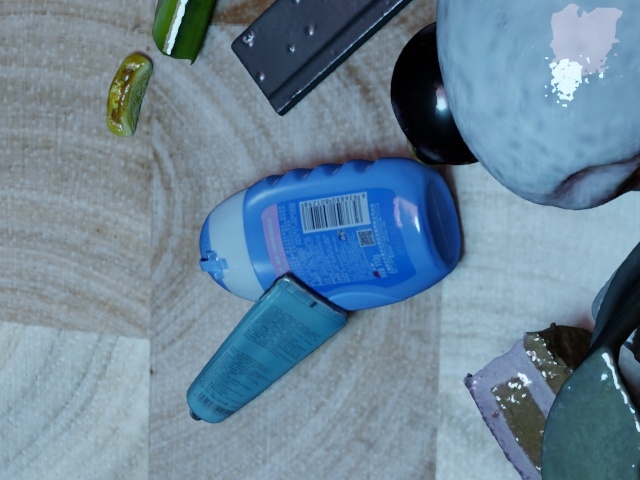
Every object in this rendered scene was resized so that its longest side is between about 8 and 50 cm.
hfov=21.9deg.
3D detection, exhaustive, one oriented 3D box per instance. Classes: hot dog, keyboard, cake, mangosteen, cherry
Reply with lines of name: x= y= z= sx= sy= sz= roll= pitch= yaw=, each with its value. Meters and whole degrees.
hot dog: x=-0.203 y=-0.150 z=1.721 sx=0.030 sy=0.034 sz=0.090 roll=24 pitch=105 yaw=22
keyboard: x=0.043 y=-0.247 z=1.592 sx=0.309 sy=0.018 sz=0.101 roll=-41 pitch=75 yaw=25
cake: x=0.252 y=0.202 z=1.507 sx=0.116 sy=0.113 sz=0.295 roll=-30 pitch=94 yaw=28
mangosteen: x=0.120 y=-0.130 z=1.513 sx=0.151 sy=0.137 sz=0.137 roll=-35 pitch=78 yaw=60
cherry: x=0.235 y=-0.185 z=1.350 sx=0.335 sy=0.291 sz=0.326 roll=43 pitch=85 yaw=15

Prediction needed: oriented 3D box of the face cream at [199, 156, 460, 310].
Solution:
face cream: x=0.000 y=0.000 z=1.602 sx=0.264 sy=0.083 sz=0.149 roll=-8 pitch=107 yaw=28

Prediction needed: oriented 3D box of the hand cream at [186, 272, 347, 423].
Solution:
hand cream: x=-0.067 y=0.115 z=1.649 sx=0.083 sy=0.048 sz=0.224 roll=35 pitch=127 yaw=-14

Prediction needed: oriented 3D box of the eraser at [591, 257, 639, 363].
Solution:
eraser: x=0.391 y=0.141 z=1.430 sx=0.352 sy=0.061 sz=0.089 roll=41 pitch=114 yaw=18

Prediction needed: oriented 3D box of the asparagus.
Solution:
asparagus: x=-0.107 y=-0.313 z=1.642 sx=0.067 sy=0.060 sz=0.278 roll=24 pitch=107 yaw=3

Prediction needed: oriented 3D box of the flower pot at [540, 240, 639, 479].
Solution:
flower pot: x=0.317 y=0.160 z=1.217 sx=0.379 sy=0.251 sz=0.379 roll=9 pitch=105 yaw=34
